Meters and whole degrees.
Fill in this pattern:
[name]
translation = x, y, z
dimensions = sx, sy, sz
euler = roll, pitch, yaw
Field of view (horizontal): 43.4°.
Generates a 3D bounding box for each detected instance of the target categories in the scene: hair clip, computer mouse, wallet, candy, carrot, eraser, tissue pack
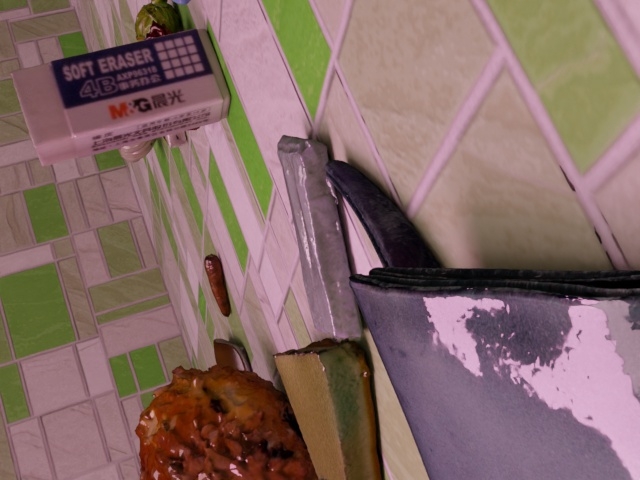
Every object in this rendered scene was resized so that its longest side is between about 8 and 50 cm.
[hair clip]
translation = 0.063, 0.009, 0.652
dimensions = 0.083, 0.048, 0.275
euler = 92, 160, -45
[computer mouse]
translation = -0.199, 0.280, 1.790
dimensions = 0.245, 0.056, 0.126
euler = 174, 79, -73
[wallet]
translation = 0.126, 0.134, 0.450
dimensions = 0.290, 0.054, 0.252
euler = -5, 105, 64
[candy]
translation = -0.270, -0.438, 1.306
dimensions = 0.077, 0.073, 0.262
euler = 30, 130, 42
[carrot]
translation = -0.216, 0.098, 1.699
dimensions = 0.036, 0.035, 0.165
euler = -129, 25, -54
[eraser]
translation = -0.279, -0.206, 1.143
dimensions = 0.081, 0.278, 0.124
euler = 124, 127, -69
[tissue pack]
translation = -0.305, -0.231, 1.647
dimensions = 0.083, 0.042, 0.062
euler = -134, 33, -57

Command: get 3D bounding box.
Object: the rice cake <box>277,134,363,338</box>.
[rice cake]
translation = 0.000, 0.000, 0.842
dimensions = 0.085, 0.040, 0.226
euler = -149, 45, -67

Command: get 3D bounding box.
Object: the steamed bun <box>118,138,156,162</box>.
[steamed bun]
translation = -0.477, -0.296, 2.058
dimensions = 0.183, 0.106, 0.183
euler = 166, 90, -72

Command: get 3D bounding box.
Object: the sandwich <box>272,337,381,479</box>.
[sandwich]
translation = 0.027, 0.222, 0.954
dimensions = 0.245, 0.063, 0.212
euler = 150, 100, -74

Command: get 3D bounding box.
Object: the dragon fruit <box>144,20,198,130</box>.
[dragon fruit]
translation = -0.230, -0.267, 1.314
dimensions = 0.127, 0.120, 0.161
euler = -41, -28, -64

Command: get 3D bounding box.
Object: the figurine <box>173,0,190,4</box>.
[figurine]
translation = -0.193, -0.400, 0.897
dimensions = 0.180, 0.153, 0.262
euler = 51, 152, 21

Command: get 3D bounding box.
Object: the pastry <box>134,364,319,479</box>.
[pastry]
translation = -0.139, 0.406, 1.309
dimensions = 0.337, 0.292, 0.406
euler = 173, 92, -65
